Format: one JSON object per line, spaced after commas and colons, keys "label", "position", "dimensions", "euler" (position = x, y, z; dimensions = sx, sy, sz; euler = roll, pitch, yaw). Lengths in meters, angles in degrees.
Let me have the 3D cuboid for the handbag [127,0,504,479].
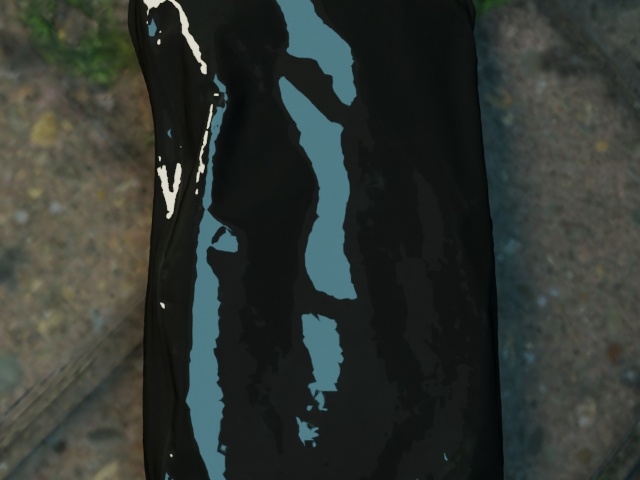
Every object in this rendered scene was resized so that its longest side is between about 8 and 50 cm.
{"label": "handbag", "position": [-0.001, -0.003, 0.840], "dimensions": [0.191, 0.075, 0.332], "euler": [1, 78, -23]}
